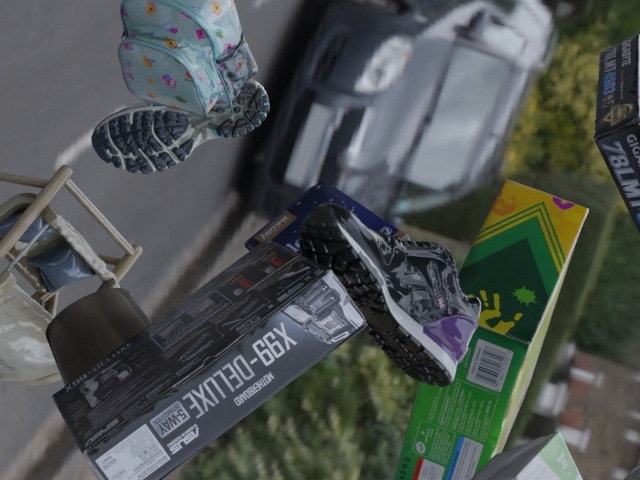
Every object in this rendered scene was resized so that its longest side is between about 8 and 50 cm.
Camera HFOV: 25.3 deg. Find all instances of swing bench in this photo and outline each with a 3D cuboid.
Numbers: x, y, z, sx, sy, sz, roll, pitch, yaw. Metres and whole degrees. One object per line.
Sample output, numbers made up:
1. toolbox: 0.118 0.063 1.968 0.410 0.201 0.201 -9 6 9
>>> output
1. swing bench: -0.412 0.052 2.012 0.255 0.165 0.253 -69 152 -21

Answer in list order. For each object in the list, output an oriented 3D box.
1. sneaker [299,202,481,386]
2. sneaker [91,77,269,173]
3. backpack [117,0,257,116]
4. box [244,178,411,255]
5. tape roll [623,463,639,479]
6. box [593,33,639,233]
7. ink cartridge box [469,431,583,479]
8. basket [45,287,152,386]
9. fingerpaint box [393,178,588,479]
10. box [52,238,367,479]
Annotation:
1. sneaker: 0.083 0.034 1.616 0.283 0.107 0.124 51 61 -35
2. sneaker: -0.223 -0.192 2.253 0.122 0.283 0.110 -116 -169 -60
3. backpack: -0.187 -0.268 1.905 0.144 0.165 0.188 -52 149 -36
4. box: 0.000 0.000 1.835 0.136 0.225 0.036 -41 131 -13
5. tape roll: 0.506 0.374 1.795 0.246 0.246 0.169 -69 -168 -22
6. box: 0.462 -0.093 1.940 0.296 0.073 0.293 59 24 -20
7. ink cartridge box: 0.335 0.472 1.995 0.119 0.353 0.207 -26 179 29
8. basket: -0.258 0.189 1.892 0.154 0.227 0.204 -5 148 -51
9. fingerpaint box: 0.283 0.185 2.425 0.371 0.163 0.445 -57 163 -46
10. box: -0.127 0.129 1.506 0.307 0.076 0.242 -37 -164 -11
